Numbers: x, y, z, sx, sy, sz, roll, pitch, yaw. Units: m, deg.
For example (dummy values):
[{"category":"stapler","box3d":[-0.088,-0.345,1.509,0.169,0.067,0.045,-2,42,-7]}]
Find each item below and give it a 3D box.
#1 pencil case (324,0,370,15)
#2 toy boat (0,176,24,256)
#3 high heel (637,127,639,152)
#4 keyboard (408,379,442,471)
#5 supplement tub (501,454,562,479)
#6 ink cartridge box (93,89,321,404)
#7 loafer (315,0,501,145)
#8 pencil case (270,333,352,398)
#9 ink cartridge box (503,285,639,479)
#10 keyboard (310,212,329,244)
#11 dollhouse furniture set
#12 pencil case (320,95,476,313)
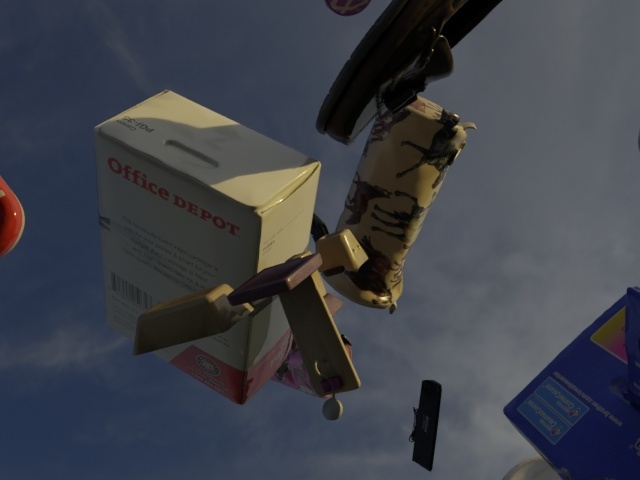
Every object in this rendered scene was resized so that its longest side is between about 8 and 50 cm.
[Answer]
[{"category":"pencil case","box3d":[0.045,-0.468,1.271,0.088,0.206,0.086,-17,-44,16]},{"category":"toy boat","box3d":[-0.628,-0.064,1.282,0.151,0.151,0.231,-38,-87,5]},{"category":"high heel","box3d":[0.464,-0.150,0.888,0.127,0.377,0.182,0,-88,17]},{"category":"keyboard","box3d":[0.240,0.399,1.630,0.038,0.100,0.192,6,-87,-25]},{"category":"supplement tub","box3d":[0.451,0.562,1.329,0.228,0.228,0.316,-26,-61,-6]},{"category":"ink cartridge box","box3d":[-0.125,0.012,0.802,0.117,0.207,0.283,-44,-26,-44]},{"category":"loafer","box3d":[0.115,-0.209,0.728,0.095,0.109,0.303,37,-92,4]},{"category":"pencil case","box3d":[-0.111,0.256,1.805,0.160,0.386,0.167,18,-95,-51]},{"category":"ink cartridge box","box3d":[0.296,0.202,0.476,0.151,0.270,0.395,-44,-68,1]},{"category":"keyboard","box3d":[0.000,0.000,1.587,0.023,0.108,0.180,-33,-44,-11]},{"category":"dollhouse furniture set","box3d":[-0.031,0.056,0.403,0.114,0.091,0.081,-17,-81,27]},{"category":"pencil case","box3d":[0.141,-0.070,1.423,0.183,0.160,0.411,22,-76,5]}]
